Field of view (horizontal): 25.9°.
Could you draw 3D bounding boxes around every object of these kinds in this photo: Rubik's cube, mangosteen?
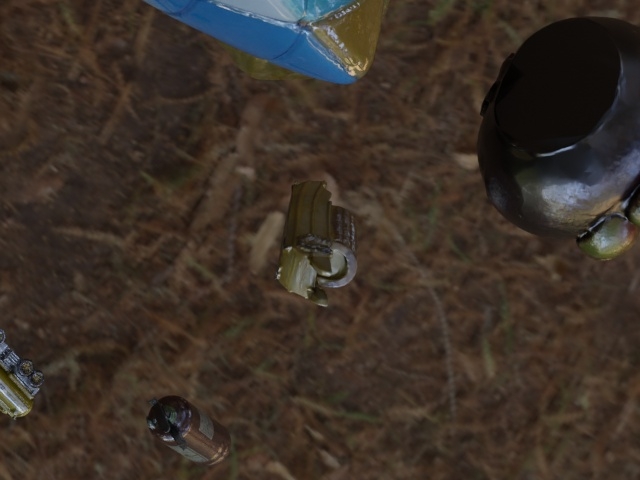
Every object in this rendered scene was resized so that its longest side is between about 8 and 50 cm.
[{"bbox_3d":[-0.041,-0.198,0.857,0.254,0.254,0.254,-6,106,-22],"label":"Rubik's cube"},{"bbox_3d":[0.321,-0.117,1.603,0.287,0.287,0.233,-46,143,-7],"label":"mangosteen"}]

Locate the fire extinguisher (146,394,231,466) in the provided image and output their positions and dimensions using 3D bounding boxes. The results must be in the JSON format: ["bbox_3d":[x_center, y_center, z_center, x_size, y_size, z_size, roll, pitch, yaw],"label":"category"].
[{"bbox_3d":[-0.193,0.281,2.021,0.071,0.099,0.231,-39,154,-1],"label":"fire extinguisher"}]

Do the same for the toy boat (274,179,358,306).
[{"bbox_3d":[0.000,0.000,2.059,0.115,0.310,0.089,10,114,-2],"label":"toy boat"}]

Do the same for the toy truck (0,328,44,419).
[{"bbox_3d":[-0.373,0.149,1.606,0.063,0.052,0.123,-53,130,-22],"label":"toy truck"}]

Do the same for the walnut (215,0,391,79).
[{"bbox_3d":[-0.026,-0.306,1.591,0.227,0.283,0.283,32,89,14],"label":"walnut"}]
